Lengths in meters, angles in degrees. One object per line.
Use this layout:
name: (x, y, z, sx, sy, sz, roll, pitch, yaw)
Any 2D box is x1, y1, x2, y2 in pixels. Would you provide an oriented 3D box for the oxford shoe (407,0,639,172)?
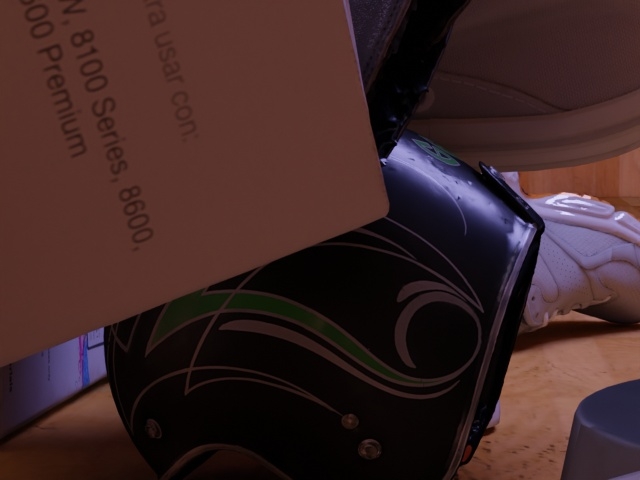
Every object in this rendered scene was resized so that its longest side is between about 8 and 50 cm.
oxford shoe: (-0.056, -0.104, 0.864, 0.449, 0.130, 0.169, -3, 29, 11)

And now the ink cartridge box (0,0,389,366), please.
ink cartridge box: (-0.217, -0.065, 0.519, 0.394, 0.166, 0.285, -21, 35, -11)

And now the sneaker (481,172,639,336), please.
sneaker: (0.133, 0.026, 1.217, 0.262, 0.121, 0.099, 24, -34, -37)

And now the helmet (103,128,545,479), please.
helmet: (-0.005, 0.030, 0.751, 0.161, 0.169, 0.169, 18, 8, 10)

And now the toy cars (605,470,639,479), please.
toy cars: (-0.007, 0.096, 0.323, 0.393, 0.087, 0.176, 5, 18, 19)

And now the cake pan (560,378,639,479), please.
cake pan: (0.213, 0.085, 0.621, 0.293, 0.054, 0.293, 0, 4, 0)

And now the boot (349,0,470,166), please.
boot: (-0.034, -0.131, 0.743, 0.229, 0.263, 0.091, 7, -24, 25)

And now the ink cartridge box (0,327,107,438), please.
ink cartridge box: (-0.223, 0.026, 0.985, 0.201, 0.117, 0.278, 0, 5, 9)

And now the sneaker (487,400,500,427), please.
sneaker: (0.000, 0.000, 0.991, 0.108, 0.169, 0.292, -5, 6, -30)
